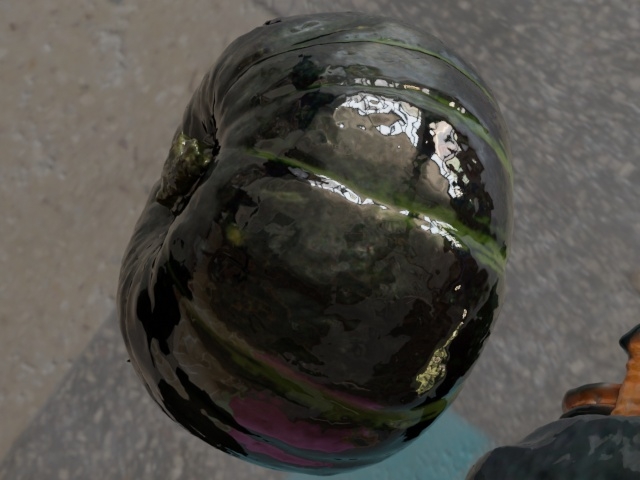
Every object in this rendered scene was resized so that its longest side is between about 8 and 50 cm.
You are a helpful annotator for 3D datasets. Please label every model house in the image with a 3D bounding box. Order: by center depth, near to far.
[{"bbox_3d":[0.264,0.155,1.015,0.190,0.301,0.271,-6,135,38],"label":"model house"}]

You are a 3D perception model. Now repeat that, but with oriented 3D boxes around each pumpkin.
[{"bbox_3d":[0.000,0.000,0.907,0.241,0.323,0.323,22,102,-12],"label":"pumpkin"}]
